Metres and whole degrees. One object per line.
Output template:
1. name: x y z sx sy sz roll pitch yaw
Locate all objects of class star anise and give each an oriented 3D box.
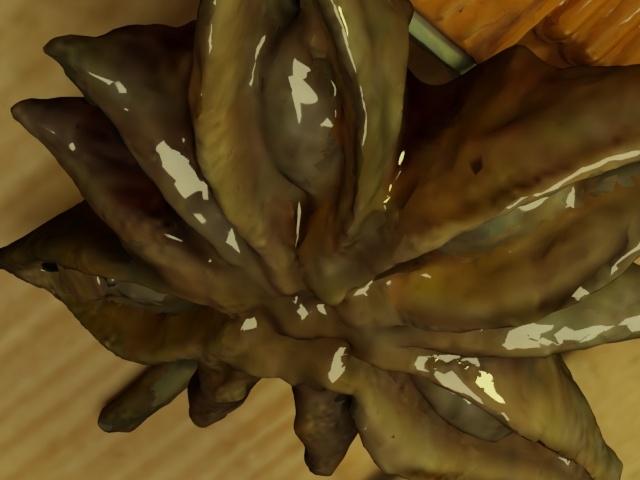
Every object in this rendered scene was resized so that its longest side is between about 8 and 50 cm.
1. star anise: 0.001 0.002 0.462 0.292 0.109 0.349 20 141 16

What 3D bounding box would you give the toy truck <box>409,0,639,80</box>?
1. toy truck: 0.104 -0.146 0.452 0.387 0.173 0.207 35 113 -24
